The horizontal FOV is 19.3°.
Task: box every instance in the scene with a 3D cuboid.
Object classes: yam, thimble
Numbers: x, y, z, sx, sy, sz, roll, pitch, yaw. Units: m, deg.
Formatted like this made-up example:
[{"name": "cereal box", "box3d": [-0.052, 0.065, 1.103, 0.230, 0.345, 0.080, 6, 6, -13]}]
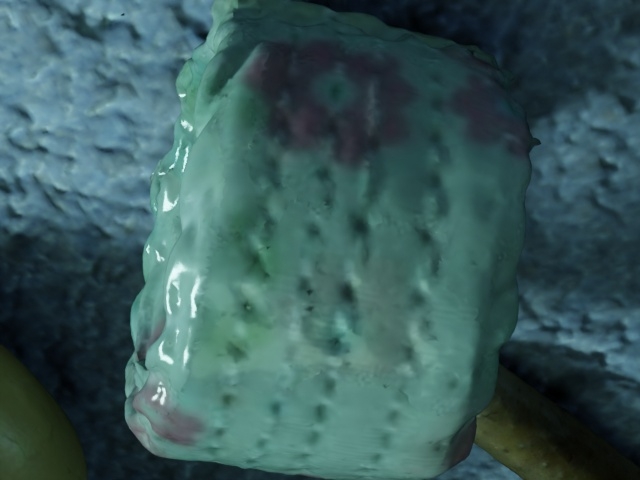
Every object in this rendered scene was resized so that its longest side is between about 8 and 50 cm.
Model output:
[{"name": "yam", "box3d": [0.162, 0.141, 1.028, 0.264, 0.046, 0.046, 38, 125, -25]}, {"name": "thimble", "box3d": [0.000, 0.000, 0.826, 0.149, 0.185, 0.211, 10, 98, -8]}]

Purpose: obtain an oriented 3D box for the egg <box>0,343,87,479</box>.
[{"name": "egg", "box3d": [-0.220, 0.130, 0.939, 0.201, 0.201, 0.244, -22, 119, 23]}]
